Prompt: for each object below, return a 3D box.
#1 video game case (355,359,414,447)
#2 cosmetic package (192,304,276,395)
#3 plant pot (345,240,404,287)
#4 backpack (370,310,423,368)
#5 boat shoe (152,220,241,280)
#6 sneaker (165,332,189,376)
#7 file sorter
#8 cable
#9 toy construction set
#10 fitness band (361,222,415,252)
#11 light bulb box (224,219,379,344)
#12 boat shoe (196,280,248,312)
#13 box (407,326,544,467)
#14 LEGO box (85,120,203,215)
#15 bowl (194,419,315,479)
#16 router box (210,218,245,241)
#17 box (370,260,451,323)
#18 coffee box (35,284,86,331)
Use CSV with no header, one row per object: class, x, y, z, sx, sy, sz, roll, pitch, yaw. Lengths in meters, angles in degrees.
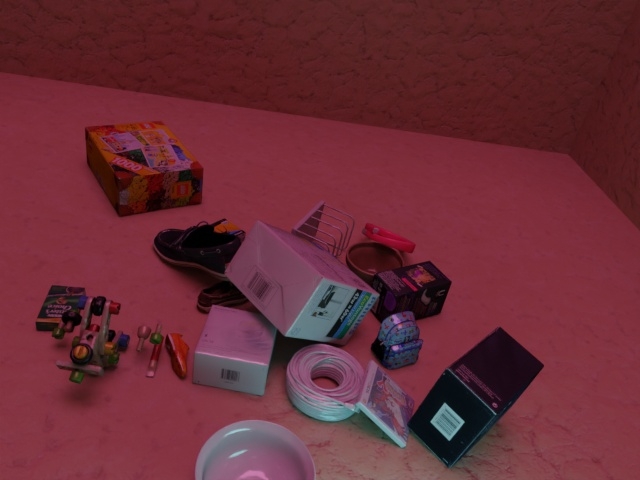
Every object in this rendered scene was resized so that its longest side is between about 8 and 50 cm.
video game case,0.199,0.486,1.704,0.201,0.023,0.183,45,33,-11
cosmetic package,-0.261,0.337,1.776,0.223,0.138,0.225,11,32,-2
plant pot,0.210,0.112,2.280,0.237,0.110,0.237,9,34,-6
backpack,0.269,0.329,1.918,0.158,0.173,0.117,-6,37,-26
boat shoe,-0.452,0.013,2.108,0.500,0.156,0.186,15,37,40
sneaker,-0.436,0.350,1.771,0.067,0.064,0.175,4,36,-30
file sorter,0.000,0.000,2.313,0.173,0.193,0.278,25,35,14
cable,0.019,0.436,1.760,0.256,0.089,0.257,12,32,1
toy construction set,-0.622,0.331,1.653,0.308,0.257,0.237,24,47,-23
fitness band,0.293,-0.012,2.438,0.208,0.054,0.291,19,7,-13
light bulb box,-0.058,0.147,1.911,0.358,0.225,0.361,40,10,36
boat shoe,-0.321,0.175,2.034,0.095,0.095,0.257,34,39,30
box,0.454,0.454,1.661,0.294,0.296,0.182,-24,57,-41
LEGO box,-0.803,-0.341,2.565,0.372,0.193,0.500,-13,41,-32
bowl,-0.165,0.606,1.405,0.297,0.134,0.298,8,33,-5
router box,-0.418,-0.017,2.335,0.133,0.046,0.179,31,38,26
box,0.332,0.200,2.137,0.270,0.165,0.143,-9,39,-29
coffee box,-0.845,0.220,1.854,0.113,0.041,0.184,6,34,-9
